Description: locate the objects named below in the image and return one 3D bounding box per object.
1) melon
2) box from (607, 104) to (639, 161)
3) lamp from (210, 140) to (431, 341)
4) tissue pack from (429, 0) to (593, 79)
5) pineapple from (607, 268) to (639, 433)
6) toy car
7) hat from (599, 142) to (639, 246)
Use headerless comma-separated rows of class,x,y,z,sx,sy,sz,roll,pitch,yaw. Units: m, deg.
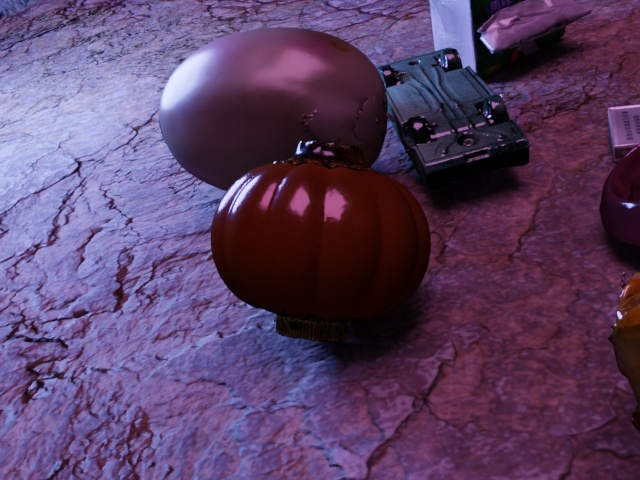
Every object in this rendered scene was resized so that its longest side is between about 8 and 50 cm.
melon,-0.059,-0.164,1.058,0.316,0.223,0.223,5,37,22
box,0.462,-0.142,0.999,0.198,0.029,0.109,-4,35,17
lamp,0.000,0.000,0.812,0.223,0.197,0.223,5,-1,0
tissue pack,0.300,-0.354,1.271,0.209,0.148,0.156,-29,35,-22
pineapple,0.293,0.101,0.594,0.114,0.236,0.186,6,77,36
toy car,0.160,-0.167,1.091,0.141,0.097,0.321,-16,34,-1
hat,0.388,-0.054,0.825,0.205,0.089,0.205,-33,20,13
